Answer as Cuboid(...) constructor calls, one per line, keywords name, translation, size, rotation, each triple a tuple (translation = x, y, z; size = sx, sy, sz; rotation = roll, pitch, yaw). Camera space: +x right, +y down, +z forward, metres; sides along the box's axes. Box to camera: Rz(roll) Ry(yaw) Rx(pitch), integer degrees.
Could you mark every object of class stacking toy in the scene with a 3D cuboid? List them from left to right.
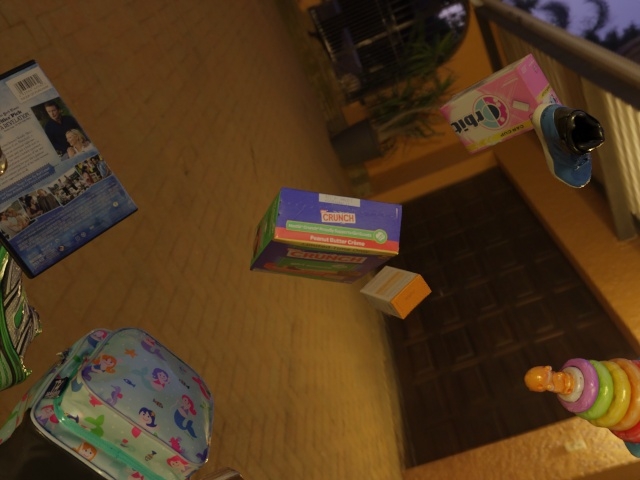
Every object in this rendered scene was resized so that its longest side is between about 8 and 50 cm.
Cuboid(name="stacking toy", translation=(0.526, 0.292, 1.164), size=(0.165, 0.302, 0.175), rotation=(-95, -156, -54))

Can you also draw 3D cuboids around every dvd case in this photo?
Cuboid(name="dvd case", translation=(-0.401, -0.099, 0.831), size=(0.022, 0.180, 0.253), rotation=(-1, -56, 59))

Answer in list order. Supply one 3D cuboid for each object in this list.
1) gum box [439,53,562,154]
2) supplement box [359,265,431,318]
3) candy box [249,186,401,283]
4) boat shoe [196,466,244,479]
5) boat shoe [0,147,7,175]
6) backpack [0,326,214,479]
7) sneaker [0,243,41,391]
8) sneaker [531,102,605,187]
Cuboid(name="gum box", translation=(0.315, -0.237, 1.071), size=(0.062, 0.188, 0.107), rotation=(-45, 105, -34))
Cuboid(name="supplement box", translation=(0.111, 0.076, 0.895), size=(0.036, 0.062, 0.098), rotation=(53, -15, -19))
Cuboid(name="candy box", translation=(0.000, 0.000, 1.351), size=(0.317, 0.268, 0.122), rotation=(133, -37, -67))
Cuboid(name="boat shoe", translation=(-0.351, 0.632, 1.434), size=(0.110, 0.341, 0.121), rotation=(45, -28, 47))
Cuboid(name="boat shoe", translation=(-0.320, -0.052, 0.460), size=(0.152, 0.056, 0.049), rotation=(-44, 150, -46))
Cuboid(name="backpack", translation=(-0.250, 0.224, 0.741), size=(0.225, 0.191, 0.253), rotation=(43, 6, -14))
Cuboid(name="sneaker", translation=(-0.624, 0.124, 1.163), size=(0.146, 0.134, 0.343), rotation=(5, 93, -58))
Cuboid(name="sneaker", translation=(0.364, -0.127, 0.845), size=(0.152, 0.058, 0.084), rotation=(53, -6, -28))
